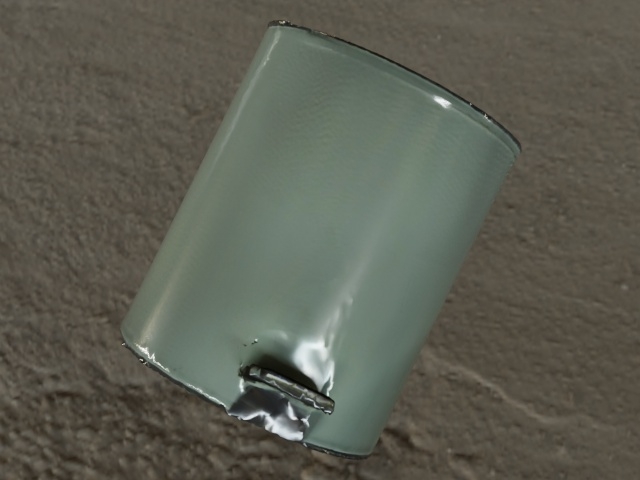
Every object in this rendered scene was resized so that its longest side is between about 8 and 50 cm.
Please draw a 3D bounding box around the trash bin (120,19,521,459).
[{"bbox_3d":[0.000,0.000,0.767,0.217,0.263,0.277,26,1,-12],"label":"trash bin"}]
